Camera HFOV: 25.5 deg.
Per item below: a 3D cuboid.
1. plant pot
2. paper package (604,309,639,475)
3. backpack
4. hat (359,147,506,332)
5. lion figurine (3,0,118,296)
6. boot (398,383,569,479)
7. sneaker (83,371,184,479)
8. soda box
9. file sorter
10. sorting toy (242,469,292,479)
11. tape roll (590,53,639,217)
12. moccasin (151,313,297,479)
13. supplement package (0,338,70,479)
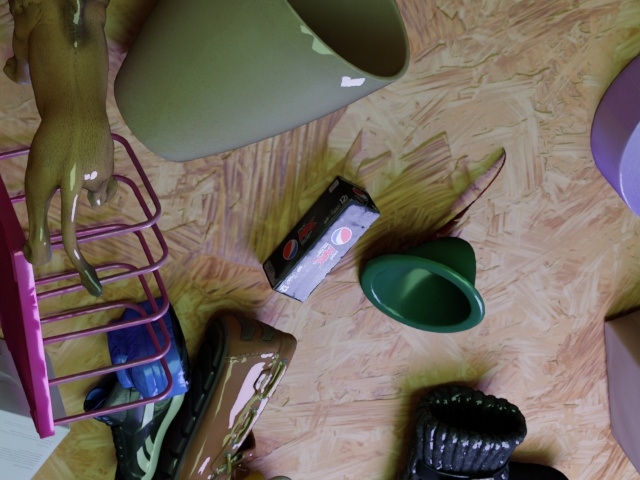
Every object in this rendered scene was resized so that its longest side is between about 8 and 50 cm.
[{"bbox_3d":[-0.088,-0.209,1.543,0.274,0.256,0.256,-34,136,29],"label":"plant pot"},{"bbox_3d":[0.587,0.292,2.180,0.168,0.325,0.309,-20,132,-8],"label":"paper package"},{"bbox_3d":[-0.221,0.153,1.845,0.101,0.120,0.098,-20,134,-7],"label":"backpack"},{"bbox_3d":[0.178,0.007,1.967,0.209,0.183,0.173,-4,138,38],"label":"hat"},{"bbox_3d":[-0.260,-0.157,1.437,0.142,0.392,0.240,-12,163,-18],"label":"lion figurine"},{"bbox_3d":[0.284,0.351,2.228,0.348,0.131,0.260,-1,128,-23],"label":"boot"},{"bbox_3d":[-0.278,0.258,1.945,0.121,0.079,0.216,12,114,-27],"label":"sneaker"},{"bbox_3d":[0.000,0.000,1.860,0.060,0.053,0.169,25,115,-38],"label":"soda box"},{"bbox_3d":[-0.283,0.045,1.675,0.182,0.202,0.290,-13,132,-18],"label":"file sorter"},{"bbox_3d":[-0.133,0.422,2.050,0.229,0.041,0.307,-33,162,-11],"label":"sorting toy"},{"bbox_3d":[0.513,-0.153,1.936,0.275,0.090,0.274,-12,132,-14],"label":"tape roll"},{"bbox_3d":[-0.143,0.273,1.982,0.147,0.139,0.380,15,111,-23],"label":"moccasin"},{"bbox_3d":[-0.463,0.234,1.784,0.194,0.149,0.203,24,115,-37],"label":"supplement package"}]
